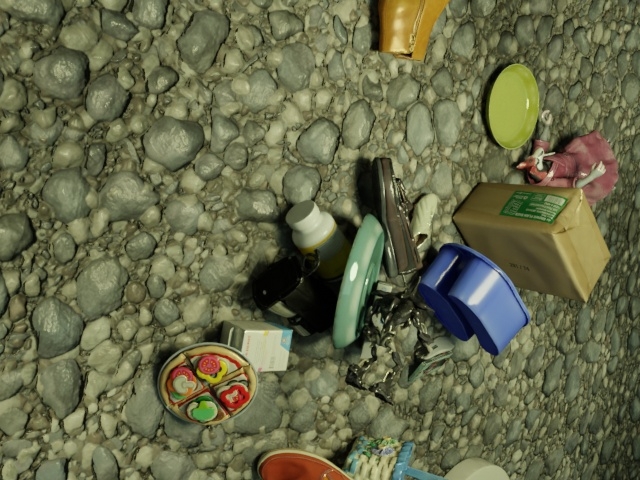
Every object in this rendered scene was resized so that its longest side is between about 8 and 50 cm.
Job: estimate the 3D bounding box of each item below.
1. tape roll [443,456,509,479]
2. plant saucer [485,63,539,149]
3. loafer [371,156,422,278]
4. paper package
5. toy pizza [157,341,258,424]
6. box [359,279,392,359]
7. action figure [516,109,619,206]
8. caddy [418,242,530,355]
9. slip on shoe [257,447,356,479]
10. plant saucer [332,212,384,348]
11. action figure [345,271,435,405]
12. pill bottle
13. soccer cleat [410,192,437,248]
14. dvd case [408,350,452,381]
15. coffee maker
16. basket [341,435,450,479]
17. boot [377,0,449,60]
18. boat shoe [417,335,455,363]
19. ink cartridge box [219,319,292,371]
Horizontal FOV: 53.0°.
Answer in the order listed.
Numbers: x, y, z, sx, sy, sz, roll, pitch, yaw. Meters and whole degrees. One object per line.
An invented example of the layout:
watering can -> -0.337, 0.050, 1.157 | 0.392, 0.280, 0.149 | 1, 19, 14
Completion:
tape roll -> 0.466, 0.887, 2.037 | 0.392, 0.072, 0.391 | -10, 107, -38
plant saucer -> 0.547, -0.385, 1.852 | 0.241, 0.037, 0.240 | -11, 107, -38
loafer -> 0.186, -0.059, 1.555 | 0.095, 0.109, 0.302 | -9, 106, -3
paper package -> 0.582, -0.003, 1.777 | 0.168, 0.325, 0.309 | -53, 126, -19
toy pizza -> -0.226, 0.296, 1.292 | 0.201, 0.032, 0.201 | -3, 114, -6
box -> 0.137, 0.194, 1.579 | 0.145, 0.038, 0.186 | 13, 90, -85
action figure -> 0.742, -0.230, 1.996 | 0.370, 0.248, 0.275 | -7, 149, -25
caddy -> 0.421, 0.148, 1.732 | 0.179, 0.241, 0.341 | -48, 126, -14
slip on shoe -> 0.006, 0.573, 1.448 | 0.123, 0.331, 0.101 | -67, 170, 15
plant saucer -> 0.093, 0.096, 1.454 | 0.317, 0.044, 0.317 | 13, 90, -78
action figure -> 0.159, 0.214, 1.428 | 0.275, 0.164, 0.141 | -62, 149, -17
pill bottle -> 0.000, 0.000, 1.436 | 0.103, 0.103, 0.184 | -49, 125, -21
soccer cleat -> 0.260, -0.038, 1.662 | 0.068, 0.076, 0.196 | 46, 70, -36
dvd case -> 0.308, 0.352, 1.796 | 0.120, 0.013, 0.087 | -10, 143, -37
coffee maker -> -0.031, 0.121, 1.393 | 0.178, 0.171, 0.120 | 40, 42, -46
basket -> 0.193, 0.607, 1.577 | 0.255, 0.289, 0.201 | 0, 110, -78
boot -> 0.254, -0.541, 1.544 | 0.295, 0.104, 0.211 | -11, 112, -33
boat shoe -> 0.324, 0.310, 1.816 | 0.142, 0.049, 0.040 | -13, 141, -39
ink cartridge box -> -0.148, 0.224, 1.370 | 0.143, 0.090, 0.092 | 8, 94, -39
